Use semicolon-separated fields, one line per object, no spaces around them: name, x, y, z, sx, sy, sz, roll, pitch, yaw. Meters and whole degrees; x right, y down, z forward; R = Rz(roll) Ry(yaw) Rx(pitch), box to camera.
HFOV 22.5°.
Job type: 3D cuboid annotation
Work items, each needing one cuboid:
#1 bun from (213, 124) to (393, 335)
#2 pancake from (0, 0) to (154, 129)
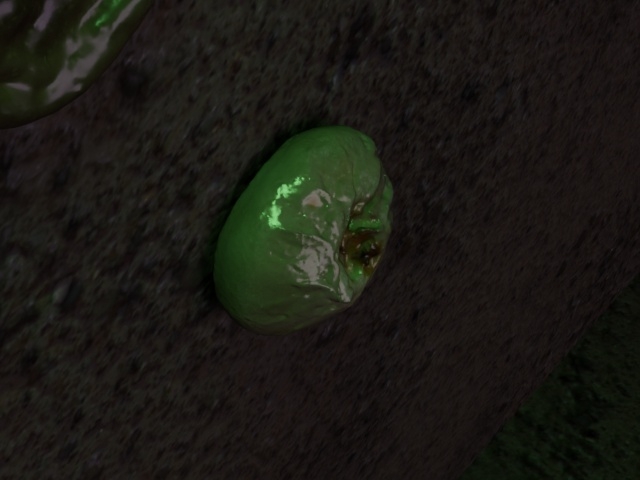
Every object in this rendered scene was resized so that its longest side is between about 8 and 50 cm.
bun;0.000;0.000;1.544;0.222;0.127;0.222;-45;155;-27
pancake;-0.164;-0.196;1.017;0.294;0.049;0.294;-48;158;-27
